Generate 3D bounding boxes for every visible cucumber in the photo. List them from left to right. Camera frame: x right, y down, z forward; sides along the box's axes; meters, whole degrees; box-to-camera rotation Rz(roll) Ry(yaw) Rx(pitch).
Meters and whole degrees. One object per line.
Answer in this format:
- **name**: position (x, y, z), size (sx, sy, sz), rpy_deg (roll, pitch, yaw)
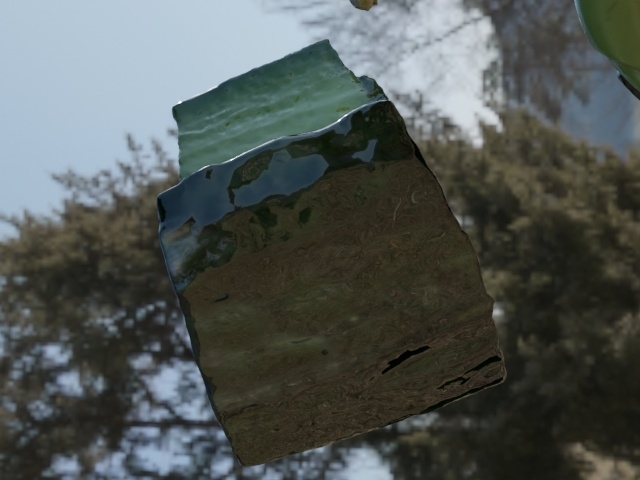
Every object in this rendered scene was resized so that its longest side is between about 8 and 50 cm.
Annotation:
- **cucumber**: position (0.002, 0.006, 0.602), size (0.191, 0.130, 0.191), rpy_deg (164, 90, -89)

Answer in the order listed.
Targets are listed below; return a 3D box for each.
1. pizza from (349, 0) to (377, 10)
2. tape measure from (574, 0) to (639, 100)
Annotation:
- **pizza**: position (0.022, -0.206, 0.650), size (0.062, 0.188, 0.198), rpy_deg (114, 156, -56)
- **tape measure**: position (0.170, -0.104, 0.463), size (0.087, 0.154, 0.177), rpy_deg (-61, -29, -43)
